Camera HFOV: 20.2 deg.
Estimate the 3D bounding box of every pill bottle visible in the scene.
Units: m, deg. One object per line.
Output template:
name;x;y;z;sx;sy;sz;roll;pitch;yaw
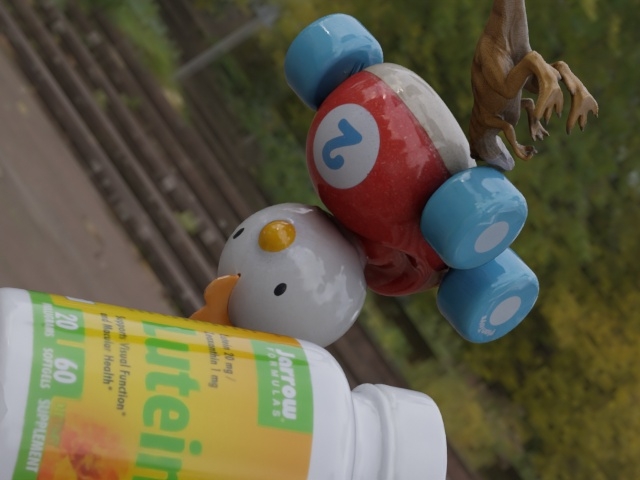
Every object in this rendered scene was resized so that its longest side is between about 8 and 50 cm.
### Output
pill bottle;-0.065;0.110;0.943;0.246;0.136;0.136;11;13;-19

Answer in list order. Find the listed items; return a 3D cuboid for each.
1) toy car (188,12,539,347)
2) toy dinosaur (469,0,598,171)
toy car;0.000;0.000;1.322;0.219;0.238;0.210;50;-12;31
toy dinosaur;0.123;-0.120;1.167;0.112;0.064;0.211;36;-44;36
